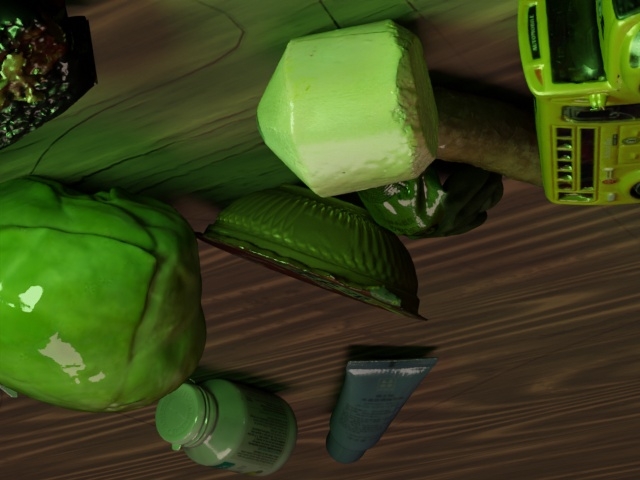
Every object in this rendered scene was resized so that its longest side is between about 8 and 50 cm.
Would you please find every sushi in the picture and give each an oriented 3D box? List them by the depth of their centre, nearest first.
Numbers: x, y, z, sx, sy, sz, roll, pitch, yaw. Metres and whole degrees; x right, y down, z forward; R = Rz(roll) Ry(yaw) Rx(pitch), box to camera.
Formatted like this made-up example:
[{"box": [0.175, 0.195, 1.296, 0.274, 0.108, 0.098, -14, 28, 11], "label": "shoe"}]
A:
[{"box": [-0.277, -0.153, 1.204, 0.172, 0.153, 0.150, -12, 155, 1], "label": "sushi"}]

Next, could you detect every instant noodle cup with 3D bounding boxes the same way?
[{"box": [0.000, 0.000, 1.640, 0.274, 0.090, 0.274, 19, 177, 1], "label": "instant noodle cup"}]

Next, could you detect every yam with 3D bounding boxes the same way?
[{"box": [0.229, -0.090, 1.517, 0.357, 0.081, 0.081, 9, 156, -30], "label": "yam"}]

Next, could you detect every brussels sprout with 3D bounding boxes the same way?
[{"box": [-0.259, 0.053, 1.595, 0.328, 0.247, 0.328, 23, -178, -1], "label": "brussels sprout"}]

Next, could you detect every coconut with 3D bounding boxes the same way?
[{"box": [0.020, -0.112, 1.336, 0.153, 0.147, 0.147, -11, 157, 15], "label": "coconut"}]

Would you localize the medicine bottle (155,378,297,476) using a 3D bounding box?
[{"box": [-0.148, 0.283, 2.357, 0.135, 0.135, 0.215, -18, 154, 35], "label": "medicine bottle"}]

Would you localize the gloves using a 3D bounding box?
[{"box": [0.091, -0.058, 1.557, 0.268, 0.107, 0.135, 17, -177, -45], "label": "gloves"}]

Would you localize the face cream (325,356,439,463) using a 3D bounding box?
[{"box": [0.074, 0.257, 2.392, 0.136, 0.086, 0.385, -1, 154, -11], "label": "face cream"}]

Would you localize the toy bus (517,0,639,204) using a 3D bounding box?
[{"box": [0.246, -0.139, 1.290, 0.151, 0.145, 0.331, -4, 160, 9], "label": "toy bus"}]

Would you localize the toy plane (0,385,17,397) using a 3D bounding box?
[{"box": [-0.492, 0.186, 2.169, 0.171, 0.065, 0.162, 19, 151, -39], "label": "toy plane"}]
